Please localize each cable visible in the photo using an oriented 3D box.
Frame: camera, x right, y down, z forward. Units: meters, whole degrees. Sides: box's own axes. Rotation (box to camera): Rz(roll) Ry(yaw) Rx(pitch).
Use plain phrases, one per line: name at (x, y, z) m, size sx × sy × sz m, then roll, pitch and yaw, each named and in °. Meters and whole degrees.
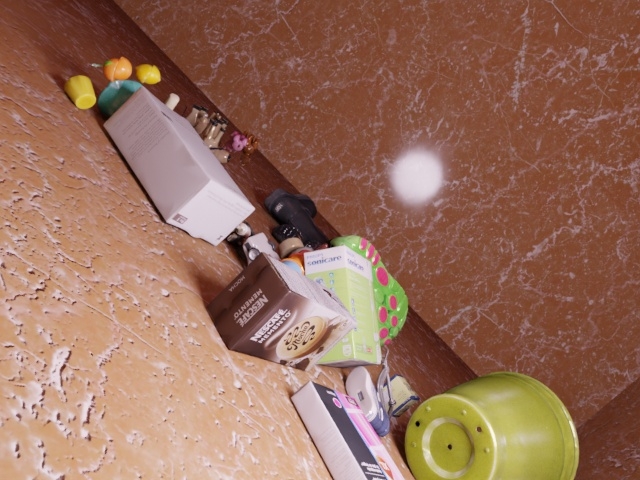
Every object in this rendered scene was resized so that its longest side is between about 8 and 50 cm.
cable at (-0.206, -0.010, 1.727) m, size 0.139 × 0.072 × 0.287 m, roll 52°, pitch 8°, yaw 3°

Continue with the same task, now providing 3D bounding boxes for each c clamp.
c clamp at (0.174, 0.387, 1.542) m, size 0.137 × 0.022 × 0.161 m, roll -35°, pitch 119°, yaw -65°

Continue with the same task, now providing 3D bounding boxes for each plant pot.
plant pot at (0.398, 0.505, 1.469) m, size 0.353 × 0.366 × 0.366 m, roll 18°, pitch 27°, yaw -49°

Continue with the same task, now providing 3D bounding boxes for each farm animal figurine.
farm animal figurine at (-0.405, -0.370, 2.199) m, size 0.326 × 0.172 × 0.330 m, roll 36°, pitch 12°, yaw 20°

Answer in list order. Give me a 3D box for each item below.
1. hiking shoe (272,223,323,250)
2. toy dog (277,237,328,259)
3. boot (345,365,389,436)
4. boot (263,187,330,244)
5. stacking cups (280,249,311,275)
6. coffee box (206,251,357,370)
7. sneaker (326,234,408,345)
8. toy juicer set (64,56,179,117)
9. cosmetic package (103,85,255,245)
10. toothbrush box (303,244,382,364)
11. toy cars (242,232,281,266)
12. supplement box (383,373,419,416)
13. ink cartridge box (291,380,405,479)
hiking shoe at (-0.088, 0.028, 2.144) m, size 0.226 × 0.086 × 0.114 m, roll 31°, pitch -43°, yaw 28°
toy dog at (-0.001, 0.089, 1.893) m, size 0.220 × 0.160 × 0.333 m, roll 65°, pitch 15°, yaw 13°
boot at (0.116, 0.395, 1.454) m, size 0.086 × 0.069 × 0.190 m, roll 52°, pitch 13°, yaw -23°
boot at (-0.001, 0.000, 2.417) m, size 0.445 × 0.146 × 0.367 m, roll 46°, pitch 16°, yaw 20°
stacking cups at (-0.092, 0.085, 1.475) m, size 0.096 × 0.096 × 0.316 m, roll 46°, pitch 24°, yaw 1°
coffee box at (-0.072, 0.160, 1.248) m, size 0.119 × 0.168 × 0.297 m, roll 52°, pitch 11°, yaw 34°
sneaker at (0.163, 0.170, 2.126) m, size 0.202 × 0.185 × 0.483 m, roll 15°, pitch -43°, yaw 54°
toy juicer set at (-0.510, -0.403, 1.615) m, size 0.090 × 0.209 × 0.329 m, roll 58°, pitch 13°, yaw 20°
cosmetic package at (-0.361, -0.187, 1.511) m, size 0.385 × 0.156 × 0.217 m, roll 49°, pitch 7°, yaw 26°
toothbrush box at (0.060, 0.178, 1.529) m, size 0.206 × 0.122 × 0.283 m, roll 30°, pitch 53°, yaw -62°
toy cars at (-0.077, 0.131, 1.638) m, size 0.393 × 0.087 × 0.177 m, roll 36°, pitch 32°, yaw -32°
supplement box at (0.213, 0.432, 1.648) m, size 0.083 × 0.083 × 0.056 m, roll 52°, pitch 11°, yaw 31°
ink cartridge box at (0.087, 0.436, 1.102) m, size 0.175 × 0.069 × 0.371 m, roll 37°, pitch 15°, yaw -48°
